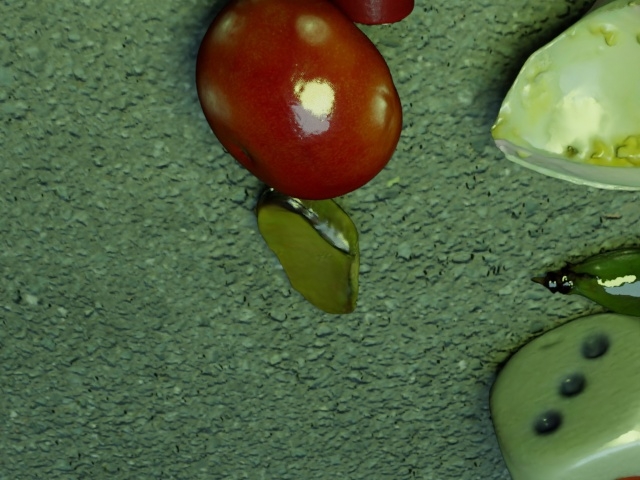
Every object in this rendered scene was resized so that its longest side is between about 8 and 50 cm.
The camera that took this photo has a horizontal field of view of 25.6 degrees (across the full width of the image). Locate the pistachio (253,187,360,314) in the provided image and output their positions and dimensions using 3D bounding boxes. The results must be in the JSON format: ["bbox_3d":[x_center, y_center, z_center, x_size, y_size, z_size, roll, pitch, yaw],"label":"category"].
[{"bbox_3d":[0.000,0.000,1.369,0.090,0.049,0.173,-4,135,28],"label":"pistachio"}]

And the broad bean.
[{"bbox_3d":[0.383,0.034,1.415,0.339,0.061,0.077,-8,112,2],"label":"broad bean"}]

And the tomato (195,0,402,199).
[{"bbox_3d":[-0.021,-0.120,1.184,0.136,0.195,0.195,-49,124,-11],"label":"tomato"}]

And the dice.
[{"bbox_3d":[0.299,0.204,1.465,0.193,0.191,0.194,-27,124,18],"label":"dice"}]

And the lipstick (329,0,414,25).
[{"bbox_3d":[0.047,-0.289,1.122,0.080,0.080,0.241,1,128,-5],"label":"lipstick"}]

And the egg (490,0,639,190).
[{"bbox_3d":[0.298,-0.148,1.206,0.206,0.161,0.271,23,158,-31],"label":"egg"}]
